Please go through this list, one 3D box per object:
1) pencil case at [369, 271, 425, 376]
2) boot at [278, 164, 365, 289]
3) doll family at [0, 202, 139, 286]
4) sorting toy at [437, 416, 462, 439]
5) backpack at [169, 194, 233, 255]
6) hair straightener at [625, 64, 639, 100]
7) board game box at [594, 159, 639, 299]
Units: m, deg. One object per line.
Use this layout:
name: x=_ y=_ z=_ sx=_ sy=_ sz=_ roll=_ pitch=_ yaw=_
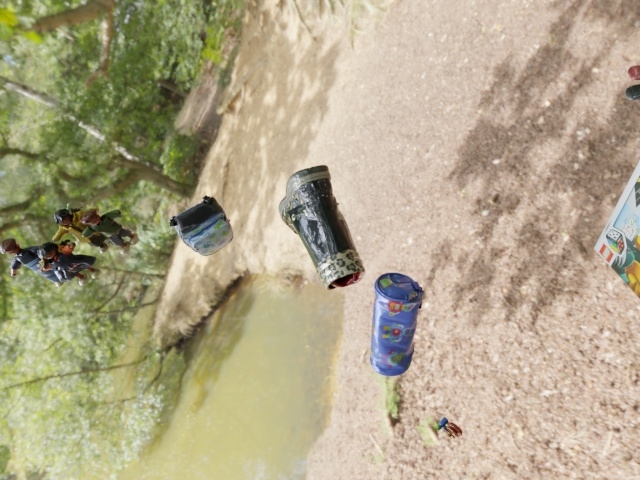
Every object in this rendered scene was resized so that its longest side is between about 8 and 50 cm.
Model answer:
pencil case: x=0.203 y=0.227 z=1.291 sx=0.119 sy=0.133 sz=0.306 roll=-92 pitch=1 yaw=-55
boot: x=-0.002 y=0.000 z=0.789 sx=0.236 sy=0.085 sz=0.179 roll=111 pitch=140 yaw=-72
doll family: x=-0.374 y=0.006 z=0.709 sx=0.193 sy=0.111 sz=0.076 roll=-42 pitch=56 yaw=-1
sorting toy: x=0.360 y=0.536 z=1.357 sx=0.042 sy=0.061 sz=0.102 roll=-45 pitch=-11 yaw=-15
backpack: x=-0.229 y=-0.020 z=0.968 sx=0.105 sy=0.084 sz=0.114 roll=-34 pitch=-16 yaw=-9
hair straightener: x=0.638 y=-0.260 z=0.799 sx=0.230 sy=0.089 sz=0.047 roll=-3 pitch=48 yaw=19
board game box: x=0.388 y=-0.020 z=0.454 sx=0.305 sy=0.053 sz=0.193 roll=77 pitch=172 yaw=-51
